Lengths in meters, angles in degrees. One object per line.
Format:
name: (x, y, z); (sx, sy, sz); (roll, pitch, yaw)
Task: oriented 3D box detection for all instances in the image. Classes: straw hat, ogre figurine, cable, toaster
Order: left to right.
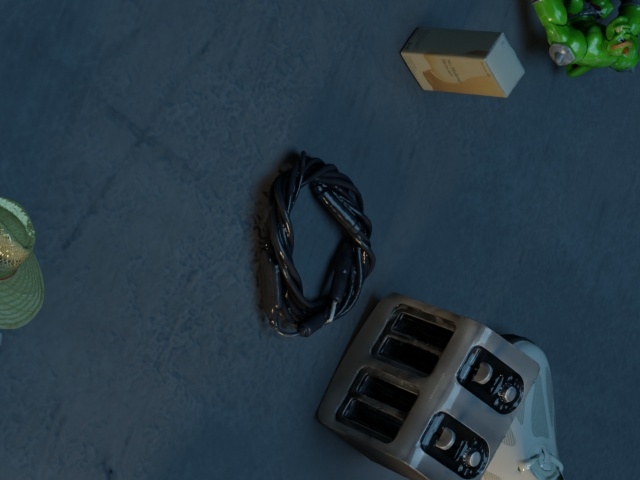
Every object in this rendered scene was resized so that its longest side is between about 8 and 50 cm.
straw hat: (-0.265, -0.004, 1.417); (0.144, 0.061, 0.144); (30, 39, -27)
cable: (0.000, 0.000, 1.753); (0.150, 0.047, 0.184); (-17, 108, -43)
toaster: (0.106, 0.155, 1.809); (0.110, 0.186, 0.168); (39, 77, -39)
ogre figurine: (0.307, -0.251, 1.994); (0.197, 0.097, 0.118); (8, 73, -61)

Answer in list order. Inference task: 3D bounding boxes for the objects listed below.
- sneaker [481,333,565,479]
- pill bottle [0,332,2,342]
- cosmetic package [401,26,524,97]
sneaker: (0.276, 0.329, 1.926); (0.169, 0.257, 0.447); (2, 89, -45)
pill bottle: (-0.329, 0.169, 1.395); (0.121, 0.121, 0.221); (17, 85, -46)
cosmetic package: (0.147, -0.185, 1.820); (0.041, 0.115, 0.060); (-55, 130, -23)
